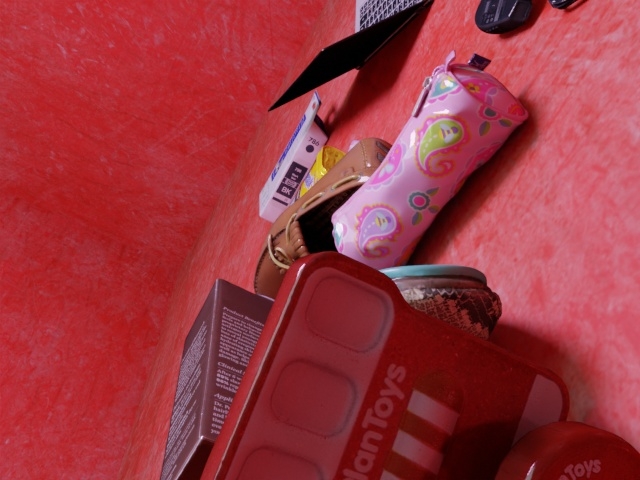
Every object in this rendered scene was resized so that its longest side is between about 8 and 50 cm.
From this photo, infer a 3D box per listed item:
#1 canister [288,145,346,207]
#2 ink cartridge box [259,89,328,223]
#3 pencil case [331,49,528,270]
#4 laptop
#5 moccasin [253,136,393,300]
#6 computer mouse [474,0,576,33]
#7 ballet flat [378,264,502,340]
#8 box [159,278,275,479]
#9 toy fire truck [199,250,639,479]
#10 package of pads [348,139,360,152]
[{"bbox_3d":[-0.006,-0.088,1.367,0.169,0.073,0.126,-57,16,29],"label":"canister"},{"bbox_3d":[-0.058,-0.214,1.764,0.332,0.065,0.165,-60,15,20],"label":"ink cartridge box"},{"bbox_3d":[0.124,-0.086,0.839,0.284,0.124,0.124,-56,17,32],"label":"pencil case"},{"bbox_3d":[0.056,-0.514,1.499,0.382,0.237,0.407,160,114,-68],"label":"laptop"},{"bbox_3d":[0.002,0.002,1.106,0.380,0.139,0.147,-40,18,38],"label":"moccasin"},{"bbox_3d":[0.276,-0.306,0.860,0.242,0.041,0.071,18,91,68],"label":"computer mouse"},{"bbox_3d":[0.057,0.121,0.729,0.483,0.164,0.181,163,109,-77],"label":"ballet flat"},{"bbox_3d":[-0.095,0.222,0.938,0.143,0.191,0.381,-59,16,20],"label":"box"},{"bbox_3d":[0.036,0.187,0.433,0.302,0.254,0.169,-66,15,-8],"label":"toy fire truck"},{"bbox_3d":[0.083,-0.156,1.219,0.031,0.050,0.083,-63,15,3],"label":"package of pads"}]
